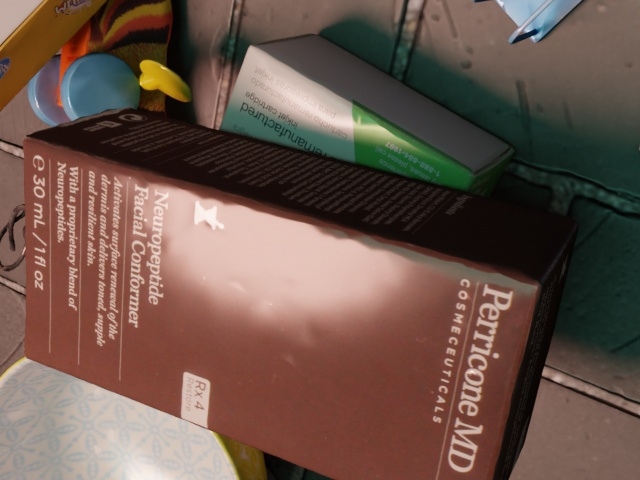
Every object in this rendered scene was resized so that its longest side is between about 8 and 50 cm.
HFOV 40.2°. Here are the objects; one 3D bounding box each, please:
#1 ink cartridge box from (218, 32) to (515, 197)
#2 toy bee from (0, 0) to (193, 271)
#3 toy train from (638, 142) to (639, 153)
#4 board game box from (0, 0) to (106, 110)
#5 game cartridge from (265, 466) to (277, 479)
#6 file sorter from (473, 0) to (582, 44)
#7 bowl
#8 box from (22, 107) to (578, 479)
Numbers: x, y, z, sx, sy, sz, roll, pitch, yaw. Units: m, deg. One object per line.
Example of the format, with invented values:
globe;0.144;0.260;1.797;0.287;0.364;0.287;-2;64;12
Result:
ink cartridge box;0.000;0.000;0.765;0.211;0.121;0.289;32;118;14
toy bee;-0.194;-0.121;0.831;0.195;0.162;0.298;43;111;44
toy train;0.320;-0.037;0.618;0.184;0.080;0.105;40;114;10
board game box;-0.257;-0.297;0.733;0.242;0.064;0.316;41;84;10
game cartridge;-0.171;0.363;1.012;0.355;0.068;0.230;-36;92;31
file sorter;0.133;-0.242;0.629;0.170;0.104;0.118;50;120;5
bowl;-0.163;0.207;0.838;0.289;0.156;0.289;7;108;21
box;-0.029;0.041;0.643;0.381;0.143;0.191;15;113;19
